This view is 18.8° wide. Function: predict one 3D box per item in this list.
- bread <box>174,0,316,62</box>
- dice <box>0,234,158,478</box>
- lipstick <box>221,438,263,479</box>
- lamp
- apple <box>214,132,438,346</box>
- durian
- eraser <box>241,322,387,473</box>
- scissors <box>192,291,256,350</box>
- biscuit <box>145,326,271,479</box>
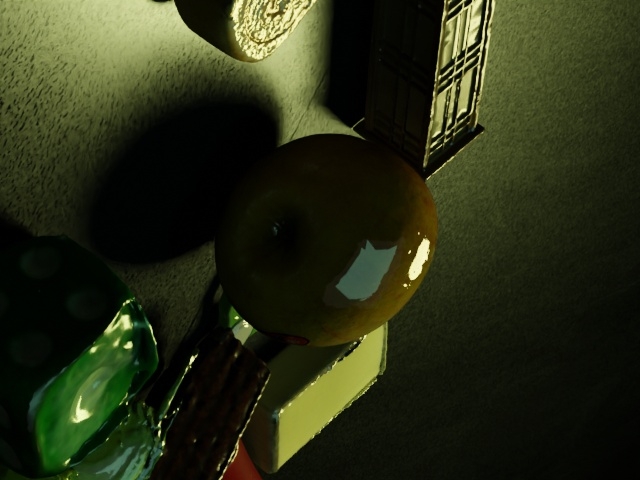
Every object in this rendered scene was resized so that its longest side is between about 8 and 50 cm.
[{"bbox_3d":[-0.045,-0.207,1.346,0.149,0.073,0.122,-53,152,-6],"label":"bread"},{"bbox_3d":[-0.201,0.082,1.389,0.128,0.120,0.131,-41,152,-27],"label":"dice"},{"bbox_3d":[-0.096,0.232,1.863,0.080,0.080,0.241,-48,157,-13],"label":"lipstick"},{"bbox_3d":[0.093,-0.192,1.602,0.090,0.089,0.325,-39,153,-28],"label":"lamp"},{"bbox_3d":[0.000,0.000,1.593,0.155,0.182,0.182,10,115,-56],"label":"apple"},{"bbox_3d":[-0.241,0.200,1.452,0.375,0.132,0.106,-34,151,0],"label":"durian"},{"bbox_3d":[-0.009,0.139,1.920,0.172,0.058,0.117,-40,154,-28],"label":"eraser"},{"bbox_3d":[-0.094,0.101,1.741,0.204,0.027,0.101,-55,152,4],"label":"scissors"},{"bbox_3d":[-0.146,0.228,1.557,0.107,0.073,0.388,-42,-164,41],"label":"biscuit"}]
